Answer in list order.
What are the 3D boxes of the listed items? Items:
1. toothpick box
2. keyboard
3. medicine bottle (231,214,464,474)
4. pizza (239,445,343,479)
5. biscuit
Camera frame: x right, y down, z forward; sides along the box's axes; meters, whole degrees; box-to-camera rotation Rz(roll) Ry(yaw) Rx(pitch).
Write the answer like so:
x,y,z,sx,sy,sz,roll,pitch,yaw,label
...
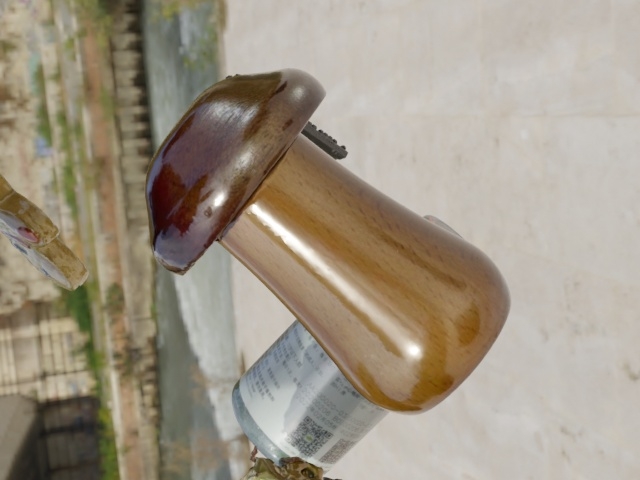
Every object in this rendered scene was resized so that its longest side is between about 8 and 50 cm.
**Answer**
x,y,z,sx,sy,sz,roll,pitch,yaw,label
0.000,0.000,0.831,0.294,0.192,0.192,40,168,-8,toothpick box
-0.049,-0.136,1.206,0.060,0.195,0.018,-19,55,35,keyboard
0.047,0.108,1.088,0.293,0.141,0.141,-46,36,16,medicine bottle
-0.006,0.242,0.903,0.147,0.226,0.069,-24,38,45,pizza
-0.275,-0.036,0.870,0.153,0.030,0.234,26,157,45,biscuit
